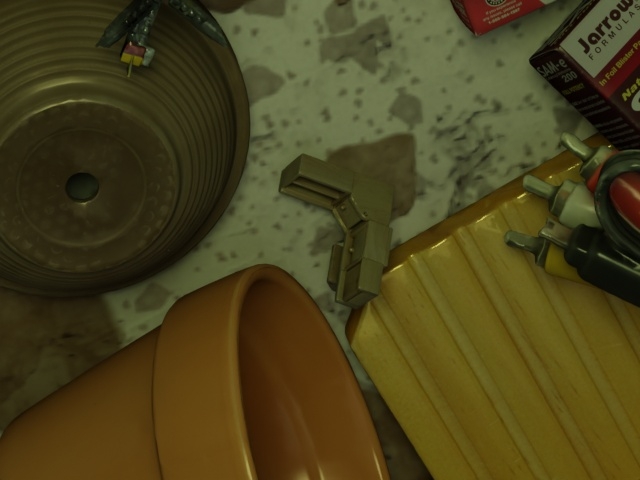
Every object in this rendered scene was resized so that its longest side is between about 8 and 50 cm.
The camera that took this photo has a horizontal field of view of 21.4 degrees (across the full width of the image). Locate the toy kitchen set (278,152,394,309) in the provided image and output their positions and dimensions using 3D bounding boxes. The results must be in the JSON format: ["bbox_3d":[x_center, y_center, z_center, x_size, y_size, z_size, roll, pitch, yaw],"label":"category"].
[{"bbox_3d":[0.000,0.000,1.163,0.075,0.083,0.068,20,152,-21],"label":"toy kitchen set"}]

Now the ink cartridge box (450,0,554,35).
[{"bbox_3d":[0.114,-0.215,1.083,0.099,0.056,0.135,-25,119,1],"label":"ink cartridge box"}]

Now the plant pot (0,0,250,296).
[{"bbox_3d":[-0.156,-0.057,1.073,0.237,0.110,0.237,-5,116,-10],"label":"plant pot"}]

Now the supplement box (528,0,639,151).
[{"bbox_3d":[0.270,-0.085,1.113,0.239,0.073,0.130,43,84,-4],"label":"supplement box"}]

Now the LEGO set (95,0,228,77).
[{"bbox_3d":[-0.132,-0.267,0.916,0.331,0.192,0.255,35,108,-27],"label":"LEGO set"}]

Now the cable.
[{"bbox_3d":[0.263,0.023,1.107,0.287,0.072,0.139,27,134,3],"label":"cable"}]

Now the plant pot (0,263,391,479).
[{"bbox_3d":[-0.085,0.181,1.131,0.203,0.291,0.291,-17,120,15],"label":"plant pot"}]

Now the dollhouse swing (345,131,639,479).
[{"bbox_3d":[0.229,0.148,1.179,0.346,0.315,0.305,-29,130,3],"label":"dollhouse swing"}]
